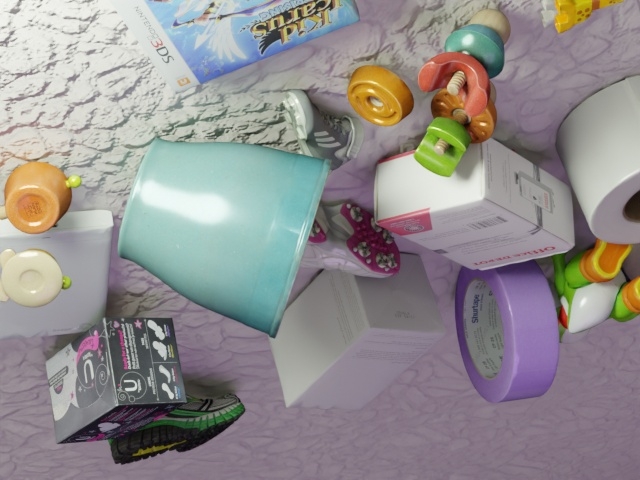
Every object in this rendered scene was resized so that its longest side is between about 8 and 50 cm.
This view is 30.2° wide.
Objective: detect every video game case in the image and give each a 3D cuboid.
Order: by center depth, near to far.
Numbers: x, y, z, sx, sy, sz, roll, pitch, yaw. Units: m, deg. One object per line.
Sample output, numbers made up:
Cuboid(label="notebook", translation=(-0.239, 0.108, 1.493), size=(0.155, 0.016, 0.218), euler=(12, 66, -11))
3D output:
Cuboid(label="video game case", translation=(-0.111, -0.315, 1.471), size=(0.270, 0.061, 0.244), euler=(-21, 149, 8))

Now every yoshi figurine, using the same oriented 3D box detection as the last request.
Cuboid(label="yoshi figurine", translation=(0.497, 0.080, 2.157), size=(0.203, 0.203, 0.362), euler=(-2, 161, -18))

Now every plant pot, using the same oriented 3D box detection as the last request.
Cuboid(label="plant pot", translation=(-0.145, -0.025, 1.709), size=(0.255, 0.271, 0.271), euler=(18, 143, -1))

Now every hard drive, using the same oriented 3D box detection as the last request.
Cuboid(label="hard drive", translation=(-0.447, 0.061, 1.927), size=(0.203, 0.040, 0.307), euler=(-5, 146, -17))

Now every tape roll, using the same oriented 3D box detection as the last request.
Cuboid(label="tape roll", translation=(0.525, -0.129, 1.927), size=(0.246, 0.169, 0.246), euler=(-11, 147, -7))
Cuboid(label="tape roll", translation=(0.339, 0.158, 2.190), size=(0.090, 0.274, 0.274), euler=(-5, 147, -16))

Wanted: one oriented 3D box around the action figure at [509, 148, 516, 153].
Cuboid(label="action figure", translation=(0.271, -0.147, 1.926), size=(0.115, 0.030, 0.038), euler=(17, 140, -38))

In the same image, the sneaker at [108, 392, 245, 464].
Cuboid(label="sneaker", translation=(-0.284, 0.333, 2.339), size=(0.134, 0.146, 0.344), euler=(-37, 158, 31))

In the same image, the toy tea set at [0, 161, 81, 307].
Cuboid(label="toy tea set", translation=(-0.508, -0.035, 1.692), size=(0.336, 0.124, 0.200), euler=(13, 106, -11))

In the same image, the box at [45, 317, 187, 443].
Cuboid(label="box", translation=(-0.366, 0.246, 2.085), size=(0.142, 0.163, 0.247), euler=(3, 156, -39))

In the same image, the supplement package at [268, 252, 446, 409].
Cuboid(label="supplement package", translation=(0.059, 0.168, 2.179), size=(0.178, 0.175, 0.293), euler=(7, 141, -34))

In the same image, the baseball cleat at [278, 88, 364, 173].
Cuboid(label="baseball cleat", translation=(0.006, -0.172, 1.751), size=(0.109, 0.072, 0.206), euler=(-28, 153, -7))

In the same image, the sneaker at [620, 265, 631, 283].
Cuboid(label="sneaker", translation=(0.554, 0.074, 2.343), size=(0.271, 0.100, 0.108), euler=(-42, 168, 28))

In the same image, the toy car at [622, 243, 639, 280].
Cuboid(label="toy car", translation=(0.681, -0.021, 2.188), size=(0.238, 0.219, 0.210), euler=(-27, 161, -42))

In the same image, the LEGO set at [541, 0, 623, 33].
Cuboid(label="LEGO set", translation=(0.354, -0.353, 1.587), size=(0.093, 0.087, 0.227), euler=(-15, 149, 0))

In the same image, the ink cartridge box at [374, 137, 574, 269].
Cuboid(label="ink cartridge box", translation=(0.252, -0.056, 1.924), size=(0.207, 0.117, 0.283), euler=(-14, 155, 38))

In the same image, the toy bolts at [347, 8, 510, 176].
Cuboid(label="toy bolts", translation=(0.175, -0.240, 1.690), size=(0.218, 0.158, 0.228), euler=(33, 150, 1))

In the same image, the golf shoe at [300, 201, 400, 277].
Cuboid(label="golf shoe", translation=(0.000, 0.000, 1.978), size=(0.306, 0.115, 0.140), euler=(23, 142, -36))
